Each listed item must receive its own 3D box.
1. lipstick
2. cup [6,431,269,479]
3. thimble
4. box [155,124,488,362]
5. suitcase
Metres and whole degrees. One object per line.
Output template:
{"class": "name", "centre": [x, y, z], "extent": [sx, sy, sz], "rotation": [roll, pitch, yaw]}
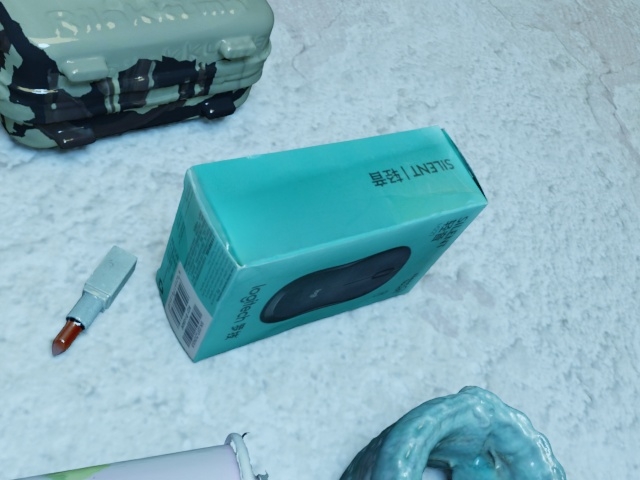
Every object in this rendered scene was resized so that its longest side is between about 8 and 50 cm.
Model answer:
{"class": "lipstick", "centre": [-0.231, 0.063, 0.662], "extent": [0.030, 0.030, 0.129], "rotation": [28, 50, -4]}
{"class": "cup", "centre": [-0.176, 0.262, 0.427], "extent": [0.273, 0.253, 0.253], "rotation": [0, 57, -14]}
{"class": "thimble", "centre": [0.122, 0.251, 0.617], "extent": [0.198, 0.143, 0.235], "rotation": [26, 48, -6]}
{"class": "box", "centre": [0.000, 0.000, 0.700], "extent": [0.311, 0.205, 0.118], "rotation": [-14, 66, -32]}
{"class": "suitcase", "centre": [-0.267, -0.299, 0.800], "extent": [0.351, 0.194, 0.339], "rotation": [-19, 64, -34]}
